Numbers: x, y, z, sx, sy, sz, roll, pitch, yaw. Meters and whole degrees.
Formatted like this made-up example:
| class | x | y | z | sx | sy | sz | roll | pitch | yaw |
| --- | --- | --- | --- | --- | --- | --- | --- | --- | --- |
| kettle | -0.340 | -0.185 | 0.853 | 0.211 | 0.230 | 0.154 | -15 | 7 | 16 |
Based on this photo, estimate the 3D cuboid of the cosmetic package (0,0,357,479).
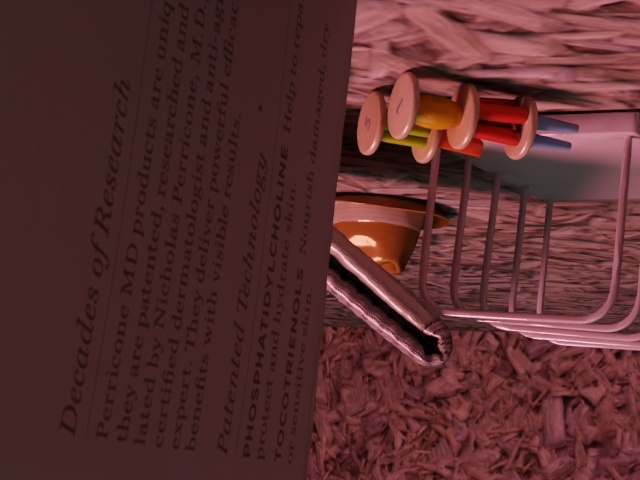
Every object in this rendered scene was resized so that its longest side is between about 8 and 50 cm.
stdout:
| class | x | y | z | sx | sy | sz | roll | pitch | yaw |
| --- | --- | --- | --- | --- | --- | --- | --- | --- | --- |
| cosmetic package | -0.209 | -0.046 | 0.702 | 0.329 | 0.327 | 0.394 | 3 | 170 | 23 |

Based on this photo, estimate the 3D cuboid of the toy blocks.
| class | x | y | z | sx | sy | sz | roll | pitch | yaw |
| --- | --- | --- | --- | --- | --- | --- | --- | --- | --- |
| toy blocks | 0.118 | -0.089 | 1.119 | 0.148 | 0.054 | 0.123 | 8 | 171 | -18 |

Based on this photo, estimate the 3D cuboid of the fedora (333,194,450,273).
| class | x | y | z | sx | sy | sz | roll | pitch | yaw |
| --- | --- | --- | --- | --- | --- | --- | --- | --- | --- |
| fedora | 0.063 | -0.003 | 1.687 | 0.194 | 0.079 | 0.194 | 6 | 171 | 1 |

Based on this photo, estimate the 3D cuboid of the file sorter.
| class | x | y | z | sx | sy | sz | roll | pitch | yaw |
| --- | --- | --- | --- | --- | --- | --- | --- | --- | --- |
| file sorter | 0.233 | 0.002 | 1.259 | 0.193 | 0.173 | 0.278 | 2 | 171 | 32 |

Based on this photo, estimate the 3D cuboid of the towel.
| class | x | y | z | sx | sy | sz | roll | pitch | yaw |
| --- | --- | --- | --- | --- | --- | --- | --- | --- | --- |
| towel | 0.000 | 0.000 | 1.327 | 0.324 | 0.056 | 0.312 | 39 | -178 | 6 |
